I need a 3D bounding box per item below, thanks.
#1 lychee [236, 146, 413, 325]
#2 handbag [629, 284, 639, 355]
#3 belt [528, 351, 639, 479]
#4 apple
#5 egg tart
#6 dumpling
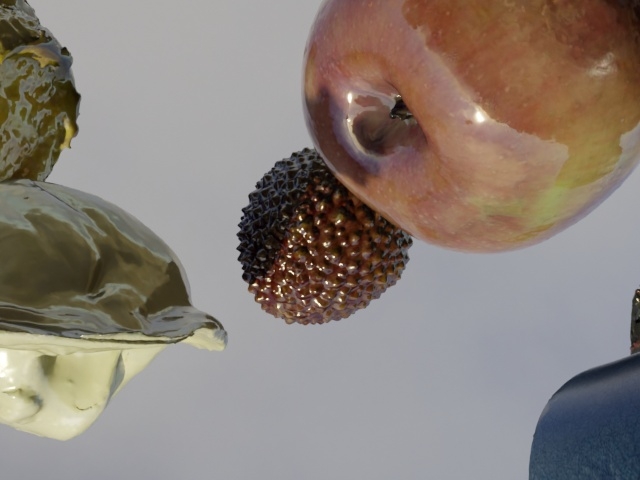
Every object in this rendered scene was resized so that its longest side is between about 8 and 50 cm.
[{"bbox_3d":[0.000,0.000,1.246,0.188,0.188,0.188,18,-126,-26],"label":"lychee"},{"bbox_3d":[0.343,0.077,0.877,0.169,0.215,0.155,1,-91,-35],"label":"handbag"},{"bbox_3d":[0.167,0.112,0.443,0.190,0.082,0.141,40,-129,-17],"label":"belt"},{"bbox_3d":[0.121,-0.123,0.960,0.235,0.306,0.306,-35,-94,-34],"label":"apple"},{"bbox_3d":[-0.379,-0.140,1.372,0.132,0.345,0.345,18,-137,20],"label":"egg tart"},{"bbox_3d":[-0.248,0.056,1.074,0.395,0.315,0.233,9,-96,-41],"label":"dumpling"}]
